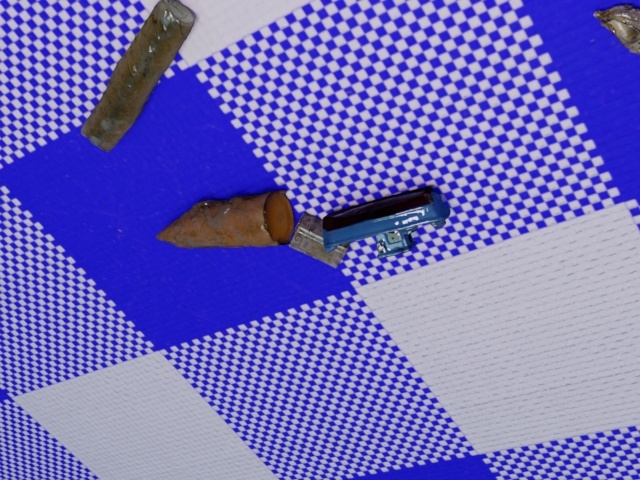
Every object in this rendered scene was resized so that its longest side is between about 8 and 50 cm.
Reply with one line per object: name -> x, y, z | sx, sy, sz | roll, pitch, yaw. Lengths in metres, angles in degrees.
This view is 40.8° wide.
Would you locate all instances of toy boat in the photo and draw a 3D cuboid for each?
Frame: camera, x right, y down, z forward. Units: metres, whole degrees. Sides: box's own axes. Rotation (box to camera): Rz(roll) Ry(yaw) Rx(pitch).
toy boat -> 0.104, -0.018, 1.403 | 0.223, 0.100, 0.097 | -14, 101, 25

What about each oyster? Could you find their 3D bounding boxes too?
oyster -> 0.410, -0.280, 1.141 | 0.080, 0.038, 0.083 | 19, 167, 35

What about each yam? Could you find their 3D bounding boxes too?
yam -> -0.290, -0.252, 1.352 | 0.071, 0.067, 0.317 | 43, 128, -3

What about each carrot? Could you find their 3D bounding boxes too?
carrot -> -0.175, -0.023, 1.495 | 0.262, 0.102, 0.102 | -9, 126, 25

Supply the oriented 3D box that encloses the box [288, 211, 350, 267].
box -> 0.000, 0.000, 1.489 | 0.098, 0.045, 0.062 | 25, 132, -6
